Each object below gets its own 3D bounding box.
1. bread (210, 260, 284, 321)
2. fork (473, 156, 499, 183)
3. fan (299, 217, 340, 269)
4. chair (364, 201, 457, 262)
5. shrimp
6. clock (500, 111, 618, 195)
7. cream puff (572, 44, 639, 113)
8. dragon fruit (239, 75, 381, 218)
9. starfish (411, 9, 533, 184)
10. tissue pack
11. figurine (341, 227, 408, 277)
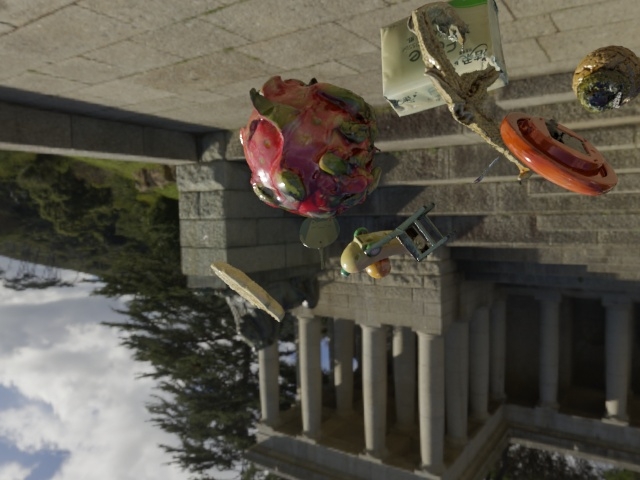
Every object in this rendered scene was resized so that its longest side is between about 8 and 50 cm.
[{"bbox_3d":[-0.190,0.117,1.281,0.039,0.182,0.250,-49,-149,-15],"label":"bread"},{"bbox_3d":[0.512,-0.214,1.566,0.016,0.012,0.115,16,131,-31],"label":"fork"},{"bbox_3d":[0.000,0.000,1.363,0.113,0.176,0.005,-10,149,8],"label":"fan"},{"bbox_3d":[0.307,0.007,1.721,0.270,0.147,0.136,-40,171,25],"label":"chair"},{"bbox_3d":[0.296,-0.537,1.276,0.126,0.224,0.048,-21,140,2],"label":"shrimp"},{"bbox_3d":[0.390,-0.148,0.830,0.205,0.051,0.205,17,-142,-14],"label":"clock"},{"bbox_3d":[0.791,-0.425,1.399,0.183,0.184,0.169,1,-143,35],"label":"cream puff"},{"bbox_3d":[-0.024,-0.171,0.911,0.236,0.231,0.302,-14,-145,-32],"label":"dragon fruit"},{"bbox_3d":[0.365,-0.359,1.233,0.431,0.324,0.082,27,139,-29],"label":"starfish"},{"bbox_3d":[0.432,-0.667,1.816,0.404,0.332,0.205,-11,158,31],"label":"tissue pack"},{"bbox_3d":[0.233,0.061,2.038,0.324,0.222,0.124,-10,-144,-24],"label":"figurine"}]
